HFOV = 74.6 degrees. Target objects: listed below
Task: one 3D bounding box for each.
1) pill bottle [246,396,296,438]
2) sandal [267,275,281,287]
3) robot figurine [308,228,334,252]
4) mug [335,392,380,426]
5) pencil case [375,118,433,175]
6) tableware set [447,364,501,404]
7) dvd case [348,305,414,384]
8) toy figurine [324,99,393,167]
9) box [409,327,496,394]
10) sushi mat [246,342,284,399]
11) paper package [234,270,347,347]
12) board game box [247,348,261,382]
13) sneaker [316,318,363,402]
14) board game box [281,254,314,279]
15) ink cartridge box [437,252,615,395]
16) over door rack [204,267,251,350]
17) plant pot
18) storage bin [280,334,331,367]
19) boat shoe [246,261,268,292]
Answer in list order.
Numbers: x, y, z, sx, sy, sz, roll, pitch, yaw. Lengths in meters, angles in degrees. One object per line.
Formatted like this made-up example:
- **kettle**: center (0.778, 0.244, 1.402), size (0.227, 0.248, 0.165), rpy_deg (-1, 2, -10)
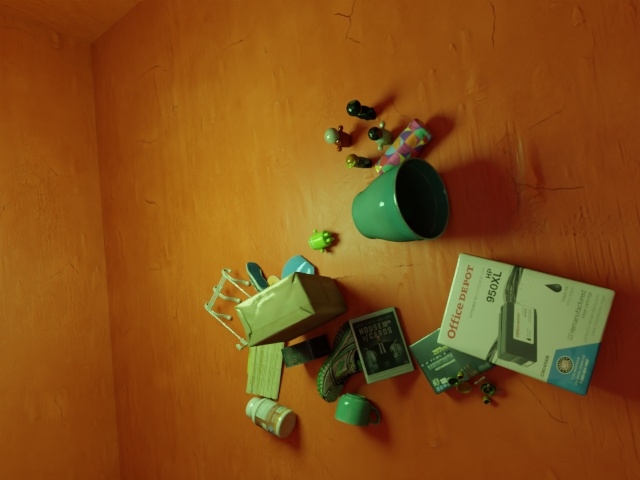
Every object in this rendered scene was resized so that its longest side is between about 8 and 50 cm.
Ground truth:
- **pill bottle**: center (-0.225, 0.778, 1.866), size (0.216, 0.121, 0.121), rpy_deg (8, 95, 37)
- **sandal**: center (-0.171, 0.262, 1.854), size (0.265, 0.076, 0.102), rpy_deg (43, 114, 28)
- **robot figurine**: center (0.000, 0.000, 1.733), size (0.115, 0.067, 0.101), rpy_deg (-20, 90, 35)
- **mug**: center (0.138, 0.643, 1.605), size (0.129, 0.157, 0.098), rpy_deg (-6, 67, 54)
- **pencil case**: center (0.296, -0.317, 1.499), size (0.236, 0.104, 0.104), rpy_deg (-49, 63, 28)
- **tableware set**: center (0.491, 0.471, 1.347), size (0.154, 0.024, 0.104), rpy_deg (37, 121, -8)
- **dvd case**: center (0.221, 0.381, 1.538), size (0.179, 0.029, 0.239), rpy_deg (-17, 79, 0)
- **toy figurine**: center (0.143, -0.390, 1.577), size (0.213, 0.148, 0.210), rpy_deg (-43, 66, 28)
- **box**: center (0.440, 0.383, 1.412), size (0.232, 0.059, 0.184), rpy_deg (-39, 67, 29)
- **sushi mat**: center (-0.249, 0.561, 1.896), size (0.151, 0.019, 0.317), rpy_deg (9, 100, 5)
- **paper package**: center (-0.105, 0.267, 1.610), size (0.309, 0.324, 0.168), rpy_deg (-31, 71, 16)
- **board game box**: center (-0.290, 0.557, 1.962), size (0.092, 0.043, 0.182), rpy_deg (8, 95, 37)
- **sneaker**: center (0.095, 0.486, 1.622), size (0.146, 0.134, 0.344), rpy_deg (30, 107, 32)
- **board game box**: center (-0.090, 0.146, 1.818), size (0.168, 0.033, 0.133), rpy_deg (38, 95, 36)
- **ink cartridge box**: center (0.572, 0.220, 1.210), size (0.394, 0.166, 0.286), rpy_deg (15, 93, 29)
- **over door rack**: center (-0.395, 0.321, 2.001), size (0.324, 0.108, 0.240), rpy_deg (41, 112, 28)
- **plant pot**: center (0.255, -0.112, 1.442), size (0.255, 0.271, 0.272), rpy_deg (-16, 80, 51)
- **storage bin**: center (-0.061, 0.459, 1.744), size (0.180, 0.122, 0.085), rpy_deg (-28, 74, 33)
- **boat shoe**: center (-0.304, 0.179, 1.957), size (0.183, 0.066, 0.066), rpy_deg (57, 142, 37)
